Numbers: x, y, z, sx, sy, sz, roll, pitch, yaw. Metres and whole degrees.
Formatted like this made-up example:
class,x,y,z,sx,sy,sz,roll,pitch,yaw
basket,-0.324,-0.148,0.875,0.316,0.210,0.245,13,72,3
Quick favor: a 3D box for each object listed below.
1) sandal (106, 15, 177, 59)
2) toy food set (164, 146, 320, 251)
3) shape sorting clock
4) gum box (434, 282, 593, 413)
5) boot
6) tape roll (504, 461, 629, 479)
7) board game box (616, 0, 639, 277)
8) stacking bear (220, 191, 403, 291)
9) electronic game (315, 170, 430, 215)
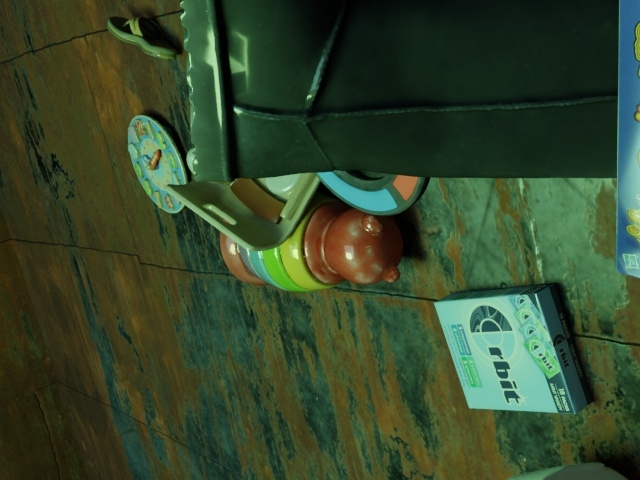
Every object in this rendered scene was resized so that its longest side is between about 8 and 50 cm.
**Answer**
class,x,y,z,sx,sy,sz,roll,pitch,yaw
sandal,-0.316,-0.375,1.579,0.180,0.072,0.049,35,119,36
toy food set,-0.083,-0.160,1.242,0.219,0.092,0.306,33,96,39
shape sorting clock,-0.327,-0.150,1.741,0.206,0.040,0.206,31,132,42
gum box,0.242,0.140,1.123,0.184,0.041,0.157,-11,99,55
boot,0.108,-0.213,0.762,0.146,0.445,0.367,-92,3,-49
tape roll,0.290,0.401,0.994,0.286,0.286,0.100,63,146,7
board game box,0.325,-0.162,0.665,0.078,0.233,0.347,19,123,48
stacking bear,0.000,0.000,1.283,0.289,0.164,0.175,4,118,47
electronic game,0.036,-0.132,0.987,0.229,0.048,0.229,35,142,33
